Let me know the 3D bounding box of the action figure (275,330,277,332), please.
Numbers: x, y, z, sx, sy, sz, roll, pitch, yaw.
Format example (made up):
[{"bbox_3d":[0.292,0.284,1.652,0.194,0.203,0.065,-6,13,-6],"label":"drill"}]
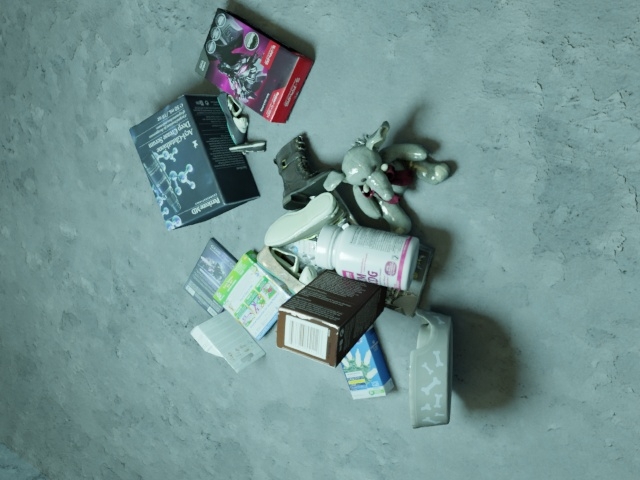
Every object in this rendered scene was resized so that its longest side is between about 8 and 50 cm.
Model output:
[{"bbox_3d":[-0.122,0.313,1.996,0.115,0.030,0.038,-46,73,27],"label":"action figure"}]

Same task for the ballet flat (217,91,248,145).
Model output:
[{"bbox_3d":[-0.296,-0.431,1.893,0.074,0.074,0.203,-22,88,31],"label":"ballet flat"}]

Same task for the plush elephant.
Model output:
[{"bbox_3d":[0.167,-0.191,1.572,0.330,0.255,0.272,46,115,14],"label":"plush elephant"}]

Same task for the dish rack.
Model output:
[{"bbox_3d":[0.000,0.000,1.826,0.333,0.072,0.285,-36,84,31],"label":"dish rack"}]

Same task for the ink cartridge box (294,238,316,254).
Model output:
[{"bbox_3d":[-0.044,0.018,1.799,0.083,0.028,0.048,8,106,29],"label":"ink cartridge box"}]

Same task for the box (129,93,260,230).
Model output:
[{"bbox_3d":[-0.446,-0.275,1.930,0.293,0.212,0.395,-20,92,31],"label":"box"}]

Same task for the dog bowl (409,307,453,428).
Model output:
[{"bbox_3d":[0.329,0.372,1.584,0.102,0.349,0.348,1,103,16],"label":"dog bowl"}]

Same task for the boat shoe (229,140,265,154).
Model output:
[{"bbox_3d":[-0.252,-0.316,1.880,0.125,0.046,0.038,-12,113,-13],"label":"boat shoe"}]

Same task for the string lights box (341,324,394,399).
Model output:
[{"bbox_3d":[0.138,0.395,1.838,0.133,0.077,0.259,-19,92,33],"label":"string lights box"}]

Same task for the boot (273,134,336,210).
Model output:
[{"bbox_3d":[-0.057,-0.241,1.752,0.263,0.091,0.229,-26,62,36],"label":"boot"}]

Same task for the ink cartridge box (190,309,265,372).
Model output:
[{"bbox_3d":[-0.346,0.386,2.044,0.232,0.189,0.066,50,120,9],"label":"ink cartridge box"}]

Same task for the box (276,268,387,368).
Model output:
[{"bbox_3d":[0.044,0.202,1.595,0.191,0.381,0.143,15,115,23],"label":"box"}]

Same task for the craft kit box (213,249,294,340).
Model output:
[{"bbox_3d":[-0.243,0.205,2.008,0.246,0.061,0.250,42,118,4],"label":"craft kit box"}]

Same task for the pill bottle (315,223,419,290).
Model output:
[{"bbox_3d":[0.139,0.043,1.616,0.283,0.160,0.160,12,108,17],"label":"pill bottle"}]

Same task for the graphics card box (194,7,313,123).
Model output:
[{"bbox_3d":[-0.228,-0.578,1.800,0.371,0.094,0.233,38,116,19],"label":"graphics card box"}]

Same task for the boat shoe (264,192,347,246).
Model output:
[{"bbox_3d":[-0.051,-0.047,1.742,0.305,0.091,0.109,-28,48,31],"label":"boat shoe"}]

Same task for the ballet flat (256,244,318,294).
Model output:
[{"bbox_3d":[-0.081,0.109,1.803,0.316,0.107,0.106,35,110,17],"label":"ballet flat"}]

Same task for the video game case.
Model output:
[{"bbox_3d":[-0.415,0.152,2.124,0.196,0.026,0.274,41,117,15],"label":"video game case"}]

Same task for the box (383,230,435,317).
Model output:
[{"bbox_3d":[0.244,0.107,1.722,0.183,0.056,0.231,21,111,24],"label":"box"}]
